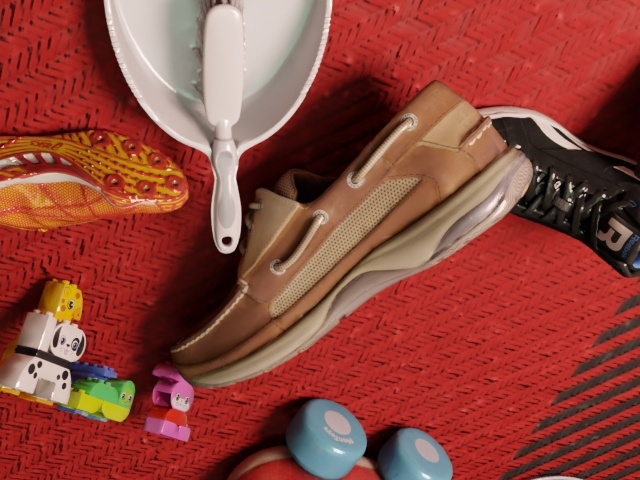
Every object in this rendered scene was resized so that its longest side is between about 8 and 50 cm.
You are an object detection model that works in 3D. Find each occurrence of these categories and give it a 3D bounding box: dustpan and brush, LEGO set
[{"bbox_3d":[-0.067,-0.092,0.572,0.147,0.060,0.211,-4,125,-12],"label":"dustpan and brush"},{"bbox_3d":[-0.181,0.086,0.653,0.087,0.093,0.227,6,161,22],"label":"LEGO set"}]

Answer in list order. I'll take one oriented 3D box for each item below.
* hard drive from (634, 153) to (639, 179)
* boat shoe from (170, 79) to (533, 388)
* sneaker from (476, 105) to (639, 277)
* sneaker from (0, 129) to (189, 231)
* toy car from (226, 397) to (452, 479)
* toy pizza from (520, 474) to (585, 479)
[{"bbox_3d":[0.297,-0.094,0.647,0.094,0.022,0.135,24,83,-28],"label":"hard drive"},{"bbox_3d":[0.000,0.000,0.636,0.324,0.123,0.116,-36,92,22],"label":"boat shoe"},{"bbox_3d":[0.194,-0.034,0.643,0.216,0.121,0.079,11,120,-21],"label":"sneaker"},{"bbox_3d":[-0.181,-0.038,0.591,0.175,0.064,0.067,3,144,-10],"label":"sneaker"},{"bbox_3d":[0.018,0.316,0.772,0.210,0.238,0.219,24,116,-28],"label":"toy car"},{"bbox_3d":[0.247,0.352,0.985,0.201,0.032,0.201,-7,126,-10],"label":"toy pizza"}]
